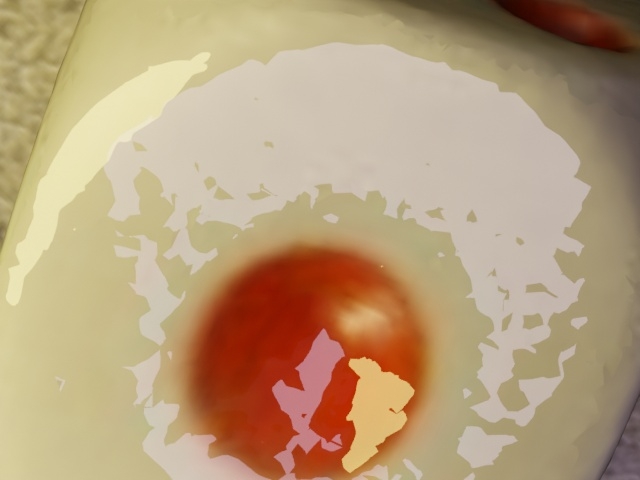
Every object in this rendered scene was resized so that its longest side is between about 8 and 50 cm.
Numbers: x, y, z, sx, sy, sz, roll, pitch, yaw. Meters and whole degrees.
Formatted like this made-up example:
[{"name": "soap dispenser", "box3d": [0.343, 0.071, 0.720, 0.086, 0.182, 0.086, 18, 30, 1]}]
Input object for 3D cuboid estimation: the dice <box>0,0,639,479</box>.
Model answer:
[{"name": "dice", "box3d": [0.000, 0.000, 0.843, 0.277, 0.304, 0.304, 17, 111, -3]}]
